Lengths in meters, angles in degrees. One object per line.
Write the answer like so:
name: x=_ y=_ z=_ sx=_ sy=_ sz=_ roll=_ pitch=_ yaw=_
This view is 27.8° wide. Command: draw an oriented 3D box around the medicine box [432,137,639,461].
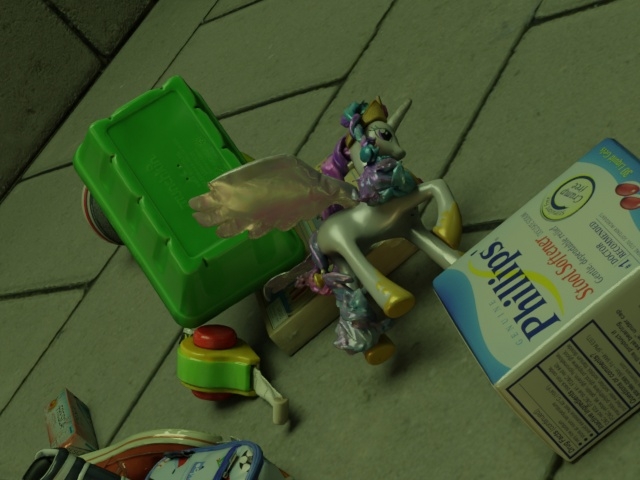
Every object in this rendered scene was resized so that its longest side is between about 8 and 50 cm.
medicine box: x=0.310 y=0.060 z=1.492 sx=0.289 sy=0.149 sz=0.263 roll=-40 pitch=25 yaw=7

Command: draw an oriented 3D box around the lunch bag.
lunch bag: x=-0.169 y=0.402 z=1.721 sx=0.243 sy=0.115 sz=0.303 roll=-15 pitch=39 yaw=42

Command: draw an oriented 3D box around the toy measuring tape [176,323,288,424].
toy measuring tape: x=-0.149 y=0.208 z=1.973 sx=0.121 sy=0.121 sz=0.330 roll=-45 pitch=25 yaw=-3

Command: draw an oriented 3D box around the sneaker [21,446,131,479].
sneaker: x=-0.395 y=0.412 z=1.915 sx=0.282 sy=0.153 sz=0.099 roll=-51 pitch=13 yaw=34

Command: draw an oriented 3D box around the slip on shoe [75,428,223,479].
slip on shoe: x=-0.280 y=0.359 z=1.975 sx=0.331 sy=0.123 sz=0.101 roll=-23 pitch=64 yaw=28

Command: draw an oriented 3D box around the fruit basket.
fruit basket: x=-0.200 y=-0.061 z=2.124 sx=0.283 sy=0.392 sz=0.392 roll=-32 pitch=23 yaw=-11

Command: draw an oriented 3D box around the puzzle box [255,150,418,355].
puzzle box: x=0.000 y=0.000 z=2.156 sx=0.272 sy=0.052 sz=0.409 roll=-40 pitch=25 yaw=6

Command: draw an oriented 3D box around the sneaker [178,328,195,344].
sneaker: x=-0.220 y=0.176 z=2.243 sx=0.035 sy=0.031 sz=0.083 roll=-63 pitch=24 yaw=-8

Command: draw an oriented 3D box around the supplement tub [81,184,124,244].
supplement tub: x=-0.356 y=-0.080 z=2.639 sx=0.191 sy=0.191 sz=0.272 roll=-53 pitch=27 yaw=-19

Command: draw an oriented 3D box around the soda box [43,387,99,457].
soda box: x=-0.441 y=0.334 z=2.280 sx=0.058 sy=0.063 sz=0.183 roll=-43 pitch=26 yaw=2

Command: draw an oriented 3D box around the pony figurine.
pony figurine: x=0.042 y=-0.012 z=1.831 sx=0.351 sy=0.303 sz=0.363 roll=-33 pitch=54 yaw=6
